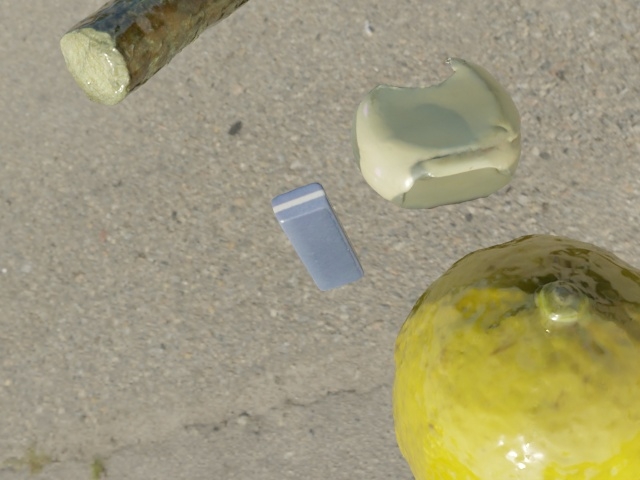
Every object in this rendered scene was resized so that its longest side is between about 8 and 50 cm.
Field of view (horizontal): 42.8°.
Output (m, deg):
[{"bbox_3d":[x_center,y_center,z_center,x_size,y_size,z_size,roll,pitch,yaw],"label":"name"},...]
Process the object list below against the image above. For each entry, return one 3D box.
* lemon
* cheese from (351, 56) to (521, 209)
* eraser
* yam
[{"bbox_3d":[0.180,0.130,0.676,0.245,0.319,0.245,-3,54,4],"label":"lemon"},{"bbox_3d":[0.183,-0.166,1.291,0.266,0.127,0.233,-10,54,-3],"label":"cheese"},{"bbox_3d":[0.000,0.000,1.265,0.082,0.225,0.036,-21,52,7],"label":"eraser"},{"bbox_3d":[-0.075,-0.193,0.600,0.061,0.061,0.274,10,45,39],"label":"yam"}]
